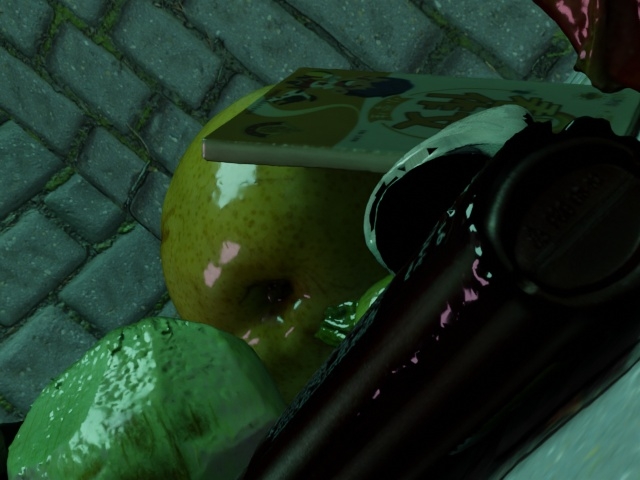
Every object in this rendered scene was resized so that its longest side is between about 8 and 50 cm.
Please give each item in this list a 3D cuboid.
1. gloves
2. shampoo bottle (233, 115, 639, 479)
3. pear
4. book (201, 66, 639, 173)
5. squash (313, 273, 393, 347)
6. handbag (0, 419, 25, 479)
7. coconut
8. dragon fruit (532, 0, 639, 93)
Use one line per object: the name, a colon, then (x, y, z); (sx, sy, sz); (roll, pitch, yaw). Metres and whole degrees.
gloves: (0.099, -0.023, 0.730); (0.127, 0.111, 0.212); (-50, -5, 17)
shampoo bottle: (0.039, 0.076, 0.617); (0.129, 0.084, 0.323); (-41, -9, -43)
pear: (0.000, 0.000, 1.182); (0.314, 0.314, 0.314); (-51, -2, -2)
book: (0.085, -0.090, 0.983); (0.208, 0.295, 0.020); (-48, -40, -60)
squash: (0.084, 0.045, 0.907); (0.200, 0.075, 0.090); (-29, 27, 23)
handbag: (-0.293, 0.266, 0.984); (0.416, 0.180, 0.316); (11, -90, -63)
coconut: (-0.110, 0.182, 0.919); (0.236, 0.236, 0.204); (-50, -19, -32)
dragon fruit: (0.205, -0.252, 0.864); (0.302, 0.330, 0.240); (-53, -23, -8)
